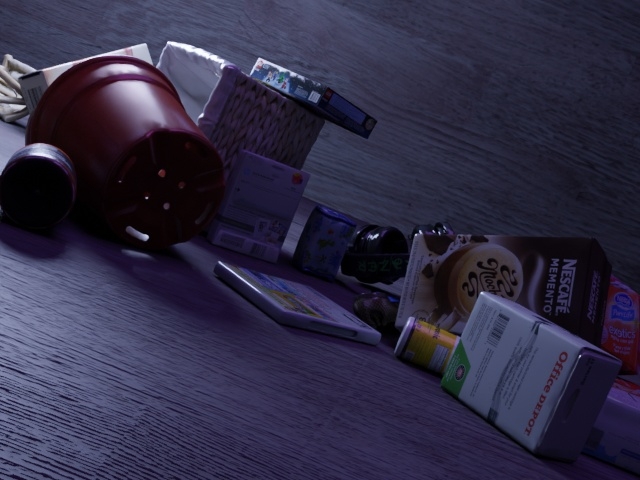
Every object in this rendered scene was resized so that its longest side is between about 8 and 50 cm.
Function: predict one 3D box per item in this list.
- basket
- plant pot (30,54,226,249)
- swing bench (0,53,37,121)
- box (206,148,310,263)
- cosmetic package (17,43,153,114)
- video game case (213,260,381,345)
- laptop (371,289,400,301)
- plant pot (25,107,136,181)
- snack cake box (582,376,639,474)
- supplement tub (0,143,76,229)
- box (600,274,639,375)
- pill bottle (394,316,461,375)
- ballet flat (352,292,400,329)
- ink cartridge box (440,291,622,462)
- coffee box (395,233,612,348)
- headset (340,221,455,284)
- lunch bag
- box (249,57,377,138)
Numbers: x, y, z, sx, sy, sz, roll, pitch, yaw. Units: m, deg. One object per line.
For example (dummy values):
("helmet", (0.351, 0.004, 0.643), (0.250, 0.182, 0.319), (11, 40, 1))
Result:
("basket", (-0.220, -0.189, 1.950), (0.266, 0.331, 0.328), (25, 4, -34))
("plant pot", (-0.296, -0.131, 1.540), (0.272, 0.272, 0.265), (17, 15, -39))
("swing bench", (-0.853, -0.411, 2.383), (0.253, 0.165, 0.255), (27, 3, 43))
("box", (-0.118, -0.063, 1.813), (0.145, 0.186, 0.038), (18, 7, -30))
("cosmetic package", (-0.568, -0.386, 2.359), (0.296, 0.129, 0.153), (-25, 15, -39))
("video game case", (-0.038, 0.097, 1.475), (0.193, 0.023, 0.212), (17, 8, -38))
("laptop", (0.247, 0.104, 1.876), (0.136, 0.264, 0.234), (59, 5, -4))
("plant pot", (-0.434, -0.178, 1.758), (0.180, 0.201, 0.201), (-3, 21, -38))
("snack cake box", (0.429, 0.257, 1.419), (0.152, 0.089, 0.264), (20, 6, 2))
("supplement tub", (-0.402, -0.083, 1.366), (0.106, 0.106, 0.198), (20, 6, -17))
("box", (0.417, 0.150, 1.619), (0.123, 0.128, 0.257), (32, -23, -23))
("pill bottle", (0.175, 0.165, 1.438), (0.116, 0.065, 0.065), (23, 6, 4))
("ballet flat", (0.126, 0.132, 1.632), (0.084, 0.058, 0.250), (-14, -16, 24))
("ink cartridge box", (0.276, 0.179, 1.273), (0.087, 0.153, 0.208), (20, 8, -33))
("coffee box", (0.285, 0.087, 1.490), (0.297, 0.168, 0.119), (1, -23, 32))
("headset", (0.188, 0.055, 2.047), (0.244, 0.185, 0.394), (-2, 7, 20))
("lunch bag", (0.000, 0.000, 1.945), (0.096, 0.128, 0.151), (21, 4, -21))
("box", (-0.016, -0.285, 1.909), (0.159, 0.044, 0.233), (26, 4, -45))
